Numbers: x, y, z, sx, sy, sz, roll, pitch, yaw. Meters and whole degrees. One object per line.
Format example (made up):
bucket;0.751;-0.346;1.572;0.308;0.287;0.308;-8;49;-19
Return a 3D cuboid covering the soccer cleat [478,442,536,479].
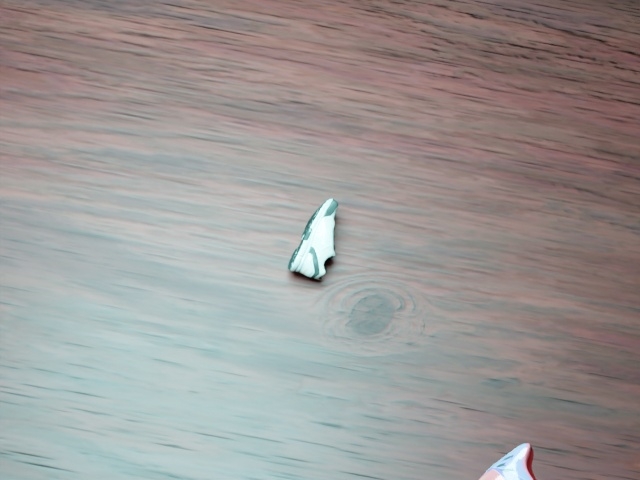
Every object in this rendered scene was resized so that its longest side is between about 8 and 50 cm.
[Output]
soccer cleat;0.289;0.338;1.894;0.318;0.108;0.116;37;84;20

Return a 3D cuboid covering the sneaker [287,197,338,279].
sneaker;0.000;0.000;2.143;0.043;0.040;0.109;29;60;-7
